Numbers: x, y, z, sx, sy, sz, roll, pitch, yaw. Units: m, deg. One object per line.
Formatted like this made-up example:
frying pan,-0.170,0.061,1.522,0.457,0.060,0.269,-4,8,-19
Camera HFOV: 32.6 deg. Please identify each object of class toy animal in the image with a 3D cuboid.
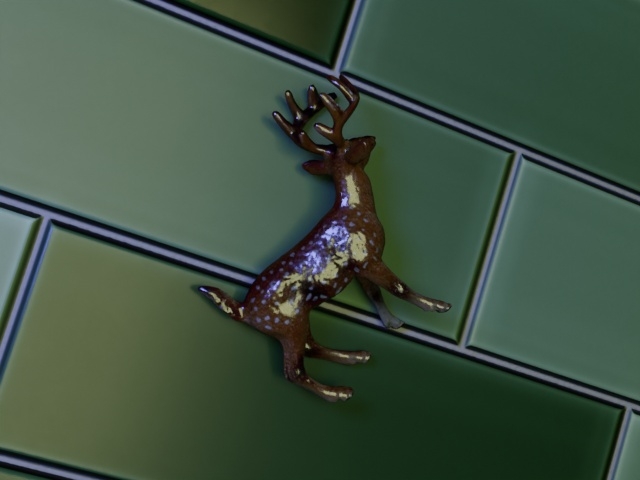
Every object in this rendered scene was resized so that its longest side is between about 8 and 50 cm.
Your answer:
toy animal,0.008,0.000,1.049,0.243,0.087,0.260,-45,107,-16
